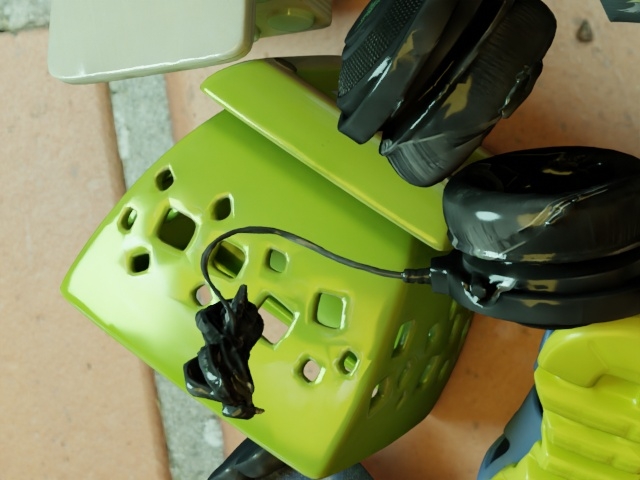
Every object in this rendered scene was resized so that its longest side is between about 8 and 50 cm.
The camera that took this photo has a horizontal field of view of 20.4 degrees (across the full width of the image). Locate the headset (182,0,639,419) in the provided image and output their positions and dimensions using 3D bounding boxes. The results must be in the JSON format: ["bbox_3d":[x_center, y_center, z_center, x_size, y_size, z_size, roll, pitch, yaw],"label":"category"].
[{"bbox_3d":[0.096,-0.039,0.981,0.394,0.185,0.243,-31,104,13],"label":"headset"}]

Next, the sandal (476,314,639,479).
[{"bbox_3d":[0.183,0.118,1.180,0.126,0.138,0.317,21,138,2],"label":"sandal"}]

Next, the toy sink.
[{"bbox_3d":[-0.082,-0.207,1.222,0.152,0.131,0.234,-6,73,26],"label":"toy sink"}]

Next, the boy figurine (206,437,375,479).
[{"bbox_3d":[0.043,0.248,1.289,0.285,0.092,0.177,52,143,-6],"label":"boy figurine"}]

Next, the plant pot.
[{"bbox_3d":[0.000,0.000,1.211,0.228,0.227,0.207,35,107,15],"label":"plant pot"}]

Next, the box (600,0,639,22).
[{"bbox_3d":[0.240,-0.197,1.055,0.183,0.231,0.056,7,73,23],"label":"box"}]
